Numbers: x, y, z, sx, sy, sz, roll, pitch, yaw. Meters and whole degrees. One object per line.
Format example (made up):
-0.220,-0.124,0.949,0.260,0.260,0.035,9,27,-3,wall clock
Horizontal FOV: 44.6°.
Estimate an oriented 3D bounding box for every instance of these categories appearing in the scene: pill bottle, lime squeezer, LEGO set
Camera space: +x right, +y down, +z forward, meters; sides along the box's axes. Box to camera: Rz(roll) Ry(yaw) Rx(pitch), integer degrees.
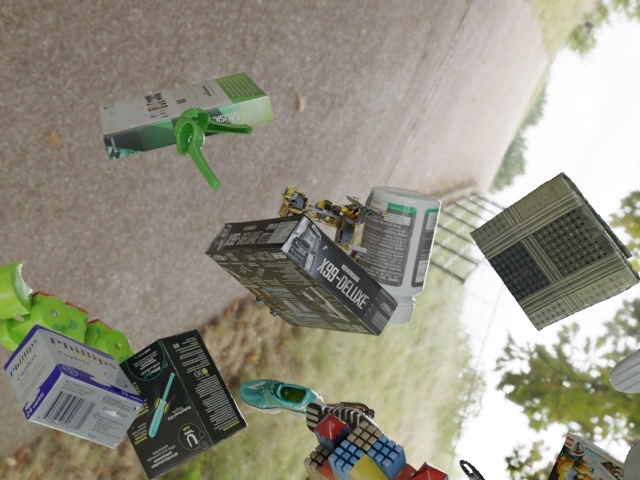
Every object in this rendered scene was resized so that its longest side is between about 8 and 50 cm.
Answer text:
0.209,0.040,2.215,0.204,0.204,0.361,-54,156,-78,pill bottle
-0.184,-0.154,1.227,0.059,0.110,0.310,-43,-166,18,lime squeezer
0.000,0.000,1.822,0.192,0.255,0.331,122,-9,-58,LEGO set

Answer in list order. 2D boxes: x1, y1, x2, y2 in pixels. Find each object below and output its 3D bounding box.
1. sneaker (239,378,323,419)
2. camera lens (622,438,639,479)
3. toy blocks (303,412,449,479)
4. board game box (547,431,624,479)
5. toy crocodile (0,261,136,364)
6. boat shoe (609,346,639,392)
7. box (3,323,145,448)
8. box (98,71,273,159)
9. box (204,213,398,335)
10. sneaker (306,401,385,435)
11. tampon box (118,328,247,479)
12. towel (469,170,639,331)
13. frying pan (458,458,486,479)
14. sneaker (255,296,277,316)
-0.122,0.448,2.296,0.110,0.275,0.107,57,42,-48,sneaker
0.802,0.496,1.612,0.219,0.274,0.219,180,-90,-68,camera lens
0.102,0.453,1.445,0.191,0.381,0.261,-41,136,-28,toy blocks
0.682,0.614,1.845,0.305,0.053,0.193,27,-83,50,board game box
-0.439,0.159,1.365,0.115,0.340,0.105,-24,-134,27,toy crocodile
0.971,0.318,2.203,0.335,0.121,0.119,-32,-172,15,boat shoe
-0.309,0.181,0.978,0.072,0.126,0.137,-56,-141,-1,box
-0.274,-0.253,1.553,0.232,0.322,0.058,-125,-159,-62,box
-0.042,0.065,1.400,0.307,0.242,0.076,-4,-132,58,box
0.103,0.459,1.975,0.281,0.162,0.106,13,-80,50,sneaker
-0.203,0.226,1.087,0.120,0.161,0.101,-32,171,20,tampon box
0.552,0.032,1.845,0.056,0.312,0.324,-32,176,-43,towel
0.382,0.587,1.752,0.197,0.326,0.053,-43,-164,44,frying pan
-0.131,0.184,2.276,0.162,0.063,0.073,17,72,-56,sneaker
